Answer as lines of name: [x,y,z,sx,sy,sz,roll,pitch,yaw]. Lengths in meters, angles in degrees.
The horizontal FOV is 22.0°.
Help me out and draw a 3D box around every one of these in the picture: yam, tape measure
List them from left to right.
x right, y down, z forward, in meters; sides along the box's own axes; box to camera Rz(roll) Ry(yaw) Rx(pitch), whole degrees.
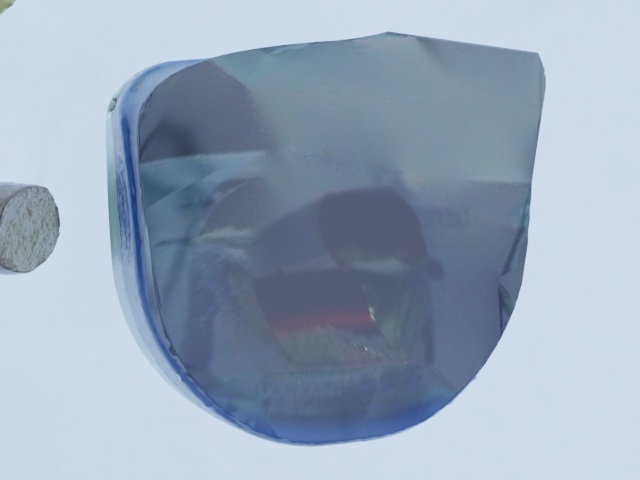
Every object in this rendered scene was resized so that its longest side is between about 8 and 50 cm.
yam: [-0.284,-0.015,1.346,0.127,0.084,0.084,10,111,33]
tape measure: [0.000,-0.002,1.054,0.259,0.138,0.262,-4,99,-16]

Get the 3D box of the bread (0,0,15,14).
bread: [-0.137,-0.152,0.396,0.263,0.236,0.198,-33,84,16]
